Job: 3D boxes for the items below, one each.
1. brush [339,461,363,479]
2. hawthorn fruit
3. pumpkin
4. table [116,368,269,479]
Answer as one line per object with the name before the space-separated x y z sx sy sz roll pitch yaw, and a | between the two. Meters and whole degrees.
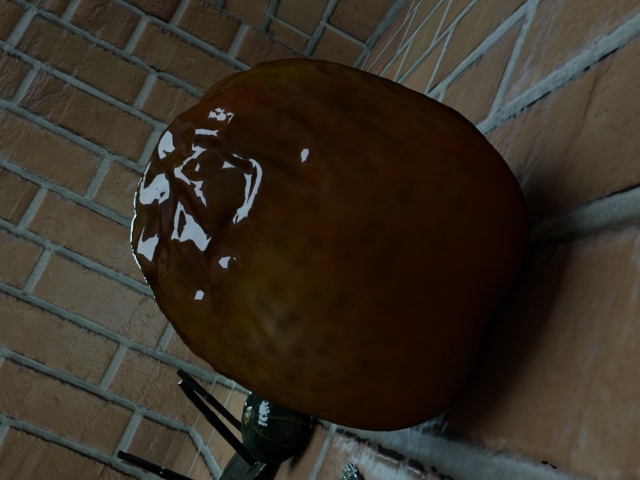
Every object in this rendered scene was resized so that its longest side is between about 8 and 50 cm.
brush | 0.051 0.343 0.843 0.043 0.014 0.170 -63 11 -3
hawthorn fruit | 0.000 0.000 0.774 0.471 0.472 0.471 -61 10 18
pumpkin | -0.088 0.348 1.241 0.167 0.125 0.167 -174 90 -76
table | -0.273 0.447 1.415 0.317 0.249 0.317 -50 6 8
